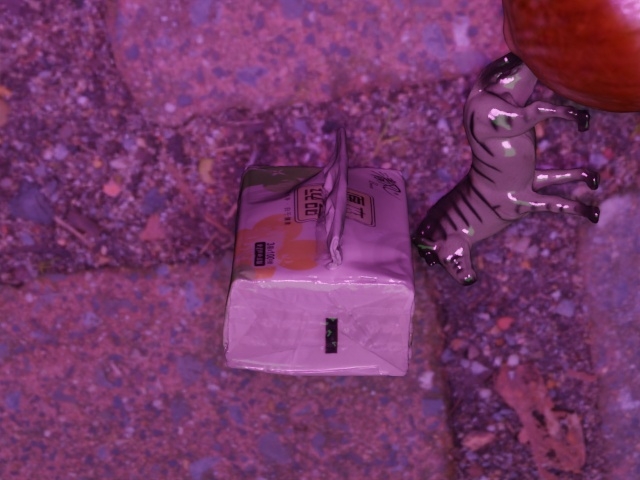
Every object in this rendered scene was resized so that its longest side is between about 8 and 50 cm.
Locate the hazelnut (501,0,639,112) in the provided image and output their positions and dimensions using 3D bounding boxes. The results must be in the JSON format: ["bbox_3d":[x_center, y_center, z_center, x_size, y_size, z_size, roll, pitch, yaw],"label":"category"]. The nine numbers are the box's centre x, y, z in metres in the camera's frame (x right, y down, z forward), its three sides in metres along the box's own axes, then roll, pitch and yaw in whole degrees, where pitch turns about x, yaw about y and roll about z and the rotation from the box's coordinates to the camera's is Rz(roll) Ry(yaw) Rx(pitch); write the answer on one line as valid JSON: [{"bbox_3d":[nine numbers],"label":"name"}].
[{"bbox_3d":[0.250,-0.206,1.318,0.214,0.176,0.214,3,99,17],"label":"hazelnut"}]

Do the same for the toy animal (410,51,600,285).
[{"bbox_3d":[0.164,-0.070,1.448,0.176,0.073,0.216,-3,114,12],"label":"toy animal"}]

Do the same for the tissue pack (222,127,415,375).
[{"bbox_3d":[0.000,0.000,1.392,0.159,0.229,0.145,3,117,-1],"label":"tissue pack"}]
